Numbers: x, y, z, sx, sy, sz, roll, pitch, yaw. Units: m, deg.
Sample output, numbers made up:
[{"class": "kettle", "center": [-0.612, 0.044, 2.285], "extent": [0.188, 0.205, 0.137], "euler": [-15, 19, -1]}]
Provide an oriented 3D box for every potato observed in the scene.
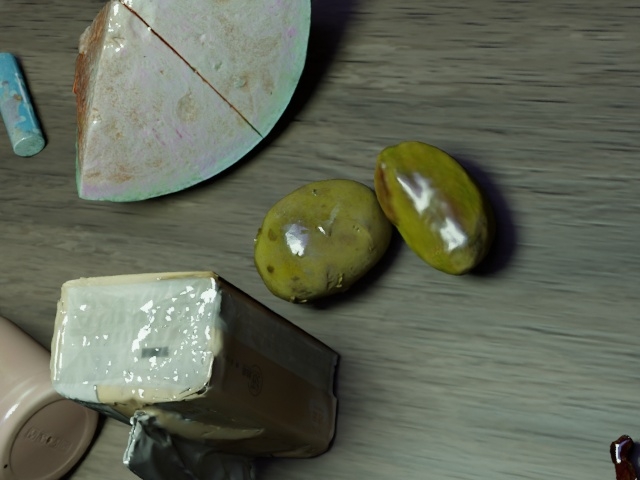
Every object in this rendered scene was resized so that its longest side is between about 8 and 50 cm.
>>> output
[{"class": "potato", "center": [0.000, 0.000, 1.843], "extent": [0.176, 0.137, 0.137], "euler": [-43, 58, 4]}]

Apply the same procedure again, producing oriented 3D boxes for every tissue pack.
[{"class": "tissue pack", "center": [-0.141, 0.183, 1.738], "extent": [0.238, 0.305, 0.239], "euler": [-10, 67, 23]}]

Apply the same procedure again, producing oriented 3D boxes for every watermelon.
[{"class": "watermelon", "center": [-0.181, -0.236, 1.993], "extent": [0.292, 0.319, 0.222], "euler": [-4, 30, -14]}]

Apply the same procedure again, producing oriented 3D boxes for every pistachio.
[{"class": "pistachio", "center": [0.140, -0.040, 1.803], "extent": [0.110, 0.100, 0.189], "euler": [-33, 62, -11]}]

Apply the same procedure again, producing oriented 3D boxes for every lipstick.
[{"class": "lipstick", "center": [-0.434, -0.194, 2.179], "extent": [0.048, 0.048, 0.158], "euler": [-31, 60, 13]}]

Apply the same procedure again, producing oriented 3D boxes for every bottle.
[{"class": "bottle", "center": [-0.442, 0.195, 1.975], "extent": [0.296, 0.173, 0.206], "euler": [32, 121, 32]}]

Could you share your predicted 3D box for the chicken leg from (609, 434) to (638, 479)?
[{"class": "chicken leg", "center": [0.313, 0.315, 1.609], "extent": [0.089, 0.048, 0.219], "euler": [16, 79, 28]}]
